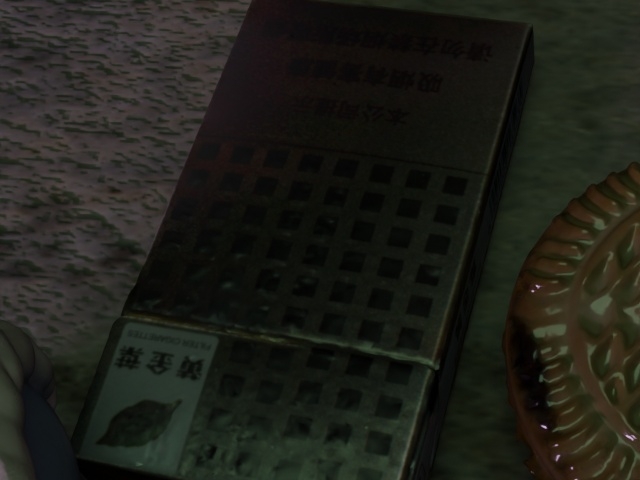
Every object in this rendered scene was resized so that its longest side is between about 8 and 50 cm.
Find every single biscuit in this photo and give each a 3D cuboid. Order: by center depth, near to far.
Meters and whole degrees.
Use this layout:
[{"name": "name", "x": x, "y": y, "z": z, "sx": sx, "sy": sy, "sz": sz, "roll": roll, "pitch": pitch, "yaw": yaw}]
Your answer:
[{"name": "biscuit", "x": 0.219, "y": 0.064, "z": 0.690, "sx": 0.259, "sy": 0.079, "sz": 0.259, "roll": -4, "pitch": 57, "yaw": 6}]

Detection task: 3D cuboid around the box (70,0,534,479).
[{"name": "box", "x": 0.001, "y": 0.001, "z": 0.787, "sx": 0.180, "sy": 0.047, "sz": 0.324, "roll": 9, "pitch": 58, "yaw": 15}]

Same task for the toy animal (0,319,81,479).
[{"name": "toy animal", "x": -0.190, "y": 0.150, "z": 0.656, "sx": 0.208, "sy": 0.156, "sz": 0.204, "roll": -32, "pitch": 59, "yaw": 10}]
